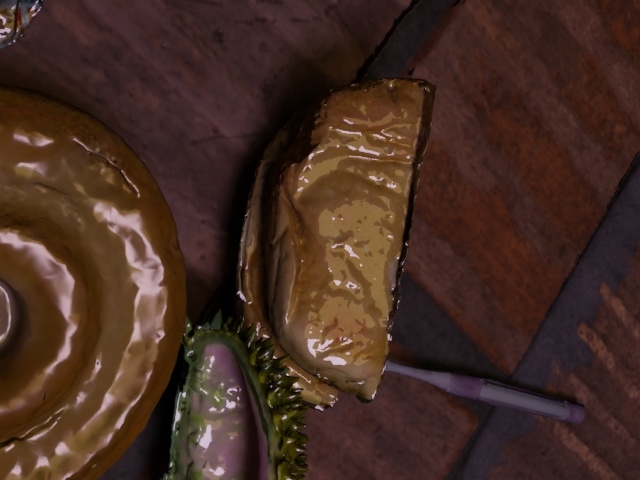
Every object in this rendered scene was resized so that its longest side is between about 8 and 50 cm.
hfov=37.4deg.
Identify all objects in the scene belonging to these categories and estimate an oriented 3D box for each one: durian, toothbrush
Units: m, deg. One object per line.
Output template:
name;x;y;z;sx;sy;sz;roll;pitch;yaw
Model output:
durian;-0.054;0.154;0.692;0.095;0.137;0.221;-18;115;-54
toothbrush;0.139;0.137;0.896;0.354;0.029;0.024;19;88;-37

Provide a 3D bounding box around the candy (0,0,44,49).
candy;-0.164;-0.204;0.619;0.053;0.046;0.182;44;70;-33

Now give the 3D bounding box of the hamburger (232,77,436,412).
hamburger;0.000;0.000;0.730;0.131;0.124;0.262;12;85;-17

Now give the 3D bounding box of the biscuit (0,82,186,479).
biscuit;-0.218;0.046;0.588;0.296;0.102;0.296;-7;103;-33
